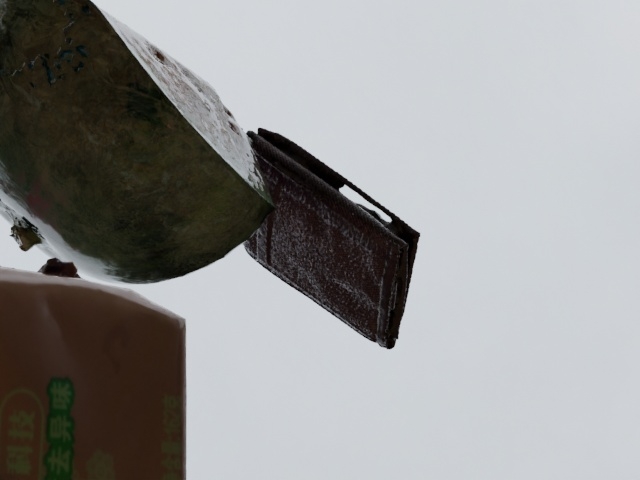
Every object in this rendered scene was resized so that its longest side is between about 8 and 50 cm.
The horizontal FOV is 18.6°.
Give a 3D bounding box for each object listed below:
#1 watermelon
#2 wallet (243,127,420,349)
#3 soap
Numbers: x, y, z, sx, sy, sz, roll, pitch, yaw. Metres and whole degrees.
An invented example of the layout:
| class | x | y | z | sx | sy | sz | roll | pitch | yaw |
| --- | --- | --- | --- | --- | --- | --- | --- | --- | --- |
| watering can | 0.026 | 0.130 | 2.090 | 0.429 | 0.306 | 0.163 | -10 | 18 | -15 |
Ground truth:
| class | x | y | z | sx | sy | sz | roll | pitch | yaw |
| --- | --- | --- | --- | --- | --- | --- | --- | --- | --- |
| watermelon | -0.201 | -0.084 | 1.395 | 0.188 | 0.322 | 0.175 | 30 | -93 | -50 |
| wallet | -0.001 | 0.000 | 1.434 | 0.030 | 0.166 | 0.111 | -27 | -40 | -39 |
| soap | -0.131 | 0.142 | 0.683 | 0.098 | 0.273 | 0.218 | -12 | -17 | 42 |
